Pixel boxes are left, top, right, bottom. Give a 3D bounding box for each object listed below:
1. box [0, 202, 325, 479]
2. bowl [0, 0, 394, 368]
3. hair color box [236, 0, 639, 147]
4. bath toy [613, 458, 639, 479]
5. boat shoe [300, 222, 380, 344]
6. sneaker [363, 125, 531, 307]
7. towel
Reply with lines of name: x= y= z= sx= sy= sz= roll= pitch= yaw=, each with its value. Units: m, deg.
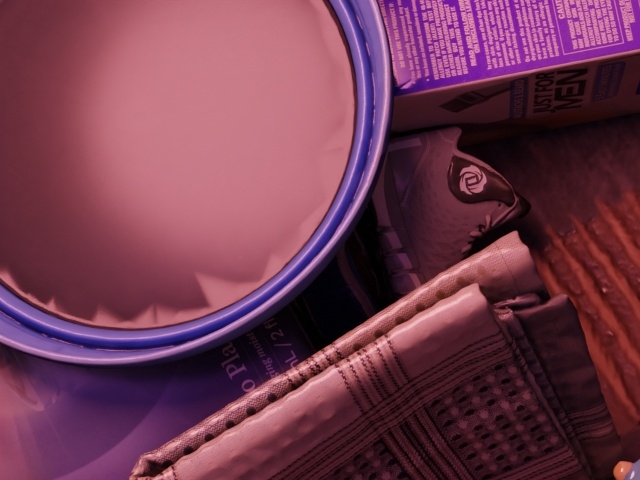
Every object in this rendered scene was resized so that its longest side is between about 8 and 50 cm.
box: x=-0.161 y=0.095 z=1.219 sx=0.294 sy=0.183 sz=0.296 roll=-31 pitch=77 yaw=0
bowl: x=-0.138 y=-0.100 z=1.120 sx=0.391 sy=0.077 sz=0.391 roll=-2 pitch=79 yaw=8
hair color box: x=0.117 y=-0.146 z=1.233 sx=0.338 sy=0.185 sz=0.110 roll=-9 pitch=78 yaw=5
bath toy: x=0.153 y=0.304 z=1.120 sx=0.129 sy=0.151 sz=0.348 roll=36 pitch=122 yaw=-26
boat shoe: x=0.000 y=0.000 z=1.243 sx=0.066 sy=0.066 sz=0.183 roll=-10 pitch=117 yaw=21
sneaker: x=0.113 y=0.016 z=1.230 sx=0.132 sy=0.086 sz=0.229 roll=-17 pitch=106 yaw=-6
towel: x=0.067 y=0.171 z=1.129 sx=0.324 sy=0.312 sz=0.056 roll=-32 pitch=44 yaw=-1
